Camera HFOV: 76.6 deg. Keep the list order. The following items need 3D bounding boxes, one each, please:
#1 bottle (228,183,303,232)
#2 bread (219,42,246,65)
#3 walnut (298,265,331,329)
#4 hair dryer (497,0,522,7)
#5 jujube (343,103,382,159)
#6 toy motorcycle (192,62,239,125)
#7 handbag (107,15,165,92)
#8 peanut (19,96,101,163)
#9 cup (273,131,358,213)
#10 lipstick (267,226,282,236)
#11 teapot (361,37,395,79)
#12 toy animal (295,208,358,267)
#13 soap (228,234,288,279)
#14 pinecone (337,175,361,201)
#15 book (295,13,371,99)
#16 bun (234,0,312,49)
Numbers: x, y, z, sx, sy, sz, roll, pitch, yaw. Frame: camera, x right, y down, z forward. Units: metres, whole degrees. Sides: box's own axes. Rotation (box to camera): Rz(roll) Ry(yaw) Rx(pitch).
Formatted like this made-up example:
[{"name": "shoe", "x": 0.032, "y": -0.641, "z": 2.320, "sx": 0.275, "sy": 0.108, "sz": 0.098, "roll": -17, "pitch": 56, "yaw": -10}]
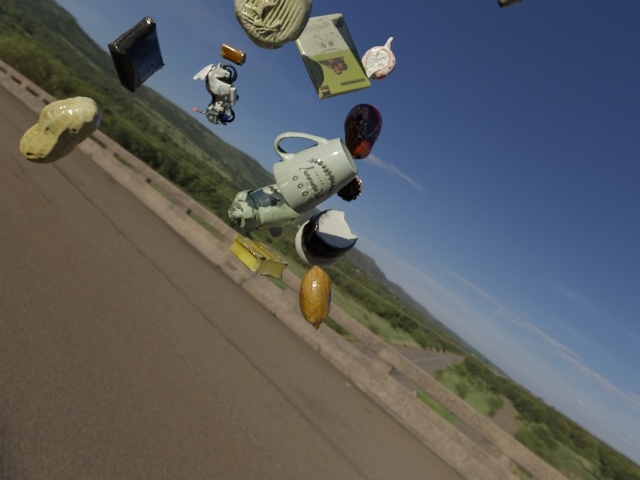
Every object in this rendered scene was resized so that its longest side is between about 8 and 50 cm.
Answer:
[{"name": "bottle", "x": -0.275, "y": -0.152, "z": 1.943, "sx": 0.229, "sy": 0.351, "sz": 0.230, "roll": 39, "pitch": -42, "yaw": 47}, {"name": "bread", "x": -0.283, "y": -0.602, "z": 1.313, "sx": 0.083, "sy": 0.036, "sz": 0.047, "roll": 28, "pitch": -46, "yaw": 5}, {"name": "walnut", "x": -0.019, "y": 0.220, "z": 1.566, "sx": 0.136, "sy": 0.246, "sz": 0.137, "roll": 5, "pitch": -4, "yaw": 0}, {"name": "hair dryer", "x": 0.655, "y": -0.884, "z": 1.316, "sx": 0.068, "sy": 0.167, "sz": 0.199, "roll": -75, "pitch": 148, "yaw": -50}, {"name": "jujube", "x": 0.198, "y": -0.517, "z": 1.931, "sx": 0.189, "sy": 0.256, "sz": 0.190, "roll": 7, "pitch": -7, "yaw": 1}, {"name": "toy motorcycle", "x": -0.363, "y": -0.511, "z": 1.406, "sx": 0.150, "sy": 0.221, "sz": 0.102, "roll": 14, "pitch": 42, "yaw": 0}, {"name": "handbag", "x": -0.718, "y": -0.734, "z": 1.618, "sx": 0.080, "sy": 0.223, "sz": 0.247, "roll": 35, "pitch": -25, "yaw": 2}, {"name": "peanut", "x": -0.903, "y": -0.379, "z": 1.401, "sx": 0.152, "sy": 0.312, "sz": 0.152, "roll": 53, "pitch": 12, "yaw": -17}, {"name": "cup", "x": -0.028, "y": -0.246, "z": 1.297, "sx": 0.258, "sy": 0.233, "sz": 0.186, "roll": 54, "pitch": 19, "yaw": -27}, {"name": "lipstick", "x": -0.289, "y": -0.115, "z": 2.243, "sx": 0.070, "sy": 0.070, "sz": 0.254, "roll": 36, "pitch": 10, "yaw": -44}, {"name": "teapot", "x": 0.280, "y": -0.851, "z": 1.925, "sx": 0.159, "sy": 0.246, "sz": 0.116, "roll": 23, "pitch": -4, "yaw": 25}, {"name": "toy animal", "x": 0.000, "y": 0.000, "z": 1.877, "sx": 0.250, "sy": 0.251, "sz": 0.310, "roll": 35, "pitch": -34, "yaw": -9}, {"name": "soap", "x": -0.231, "y": 0.060, "z": 1.484, "sx": 0.134, "sy": 0.076, "sz": 0.233, "roll": 20, "pitch": 6, "yaw": -40}, {"name": "pinecone", "x": 0.096, "y": -0.190, "z": 1.435, "sx": 0.102, "sy": 0.102, "sz": 0.109, "roll": 35, "pitch": 11, "yaw": 20}, {"name": "book", "x": 0.041, "y": -0.757, "z": 1.647, "sx": 0.035, "sy": 0.239, "sz": 0.353, "roll": 136, "pitch": -67, "yaw": -71}, {"name": "bun", "x": -0.166, "y": -0.804, "z": 1.392, "sx": 0.272, "sy": 0.273, "sz": 0.168, "roll": 36, "pitch": 25, "yaw": -20}]
